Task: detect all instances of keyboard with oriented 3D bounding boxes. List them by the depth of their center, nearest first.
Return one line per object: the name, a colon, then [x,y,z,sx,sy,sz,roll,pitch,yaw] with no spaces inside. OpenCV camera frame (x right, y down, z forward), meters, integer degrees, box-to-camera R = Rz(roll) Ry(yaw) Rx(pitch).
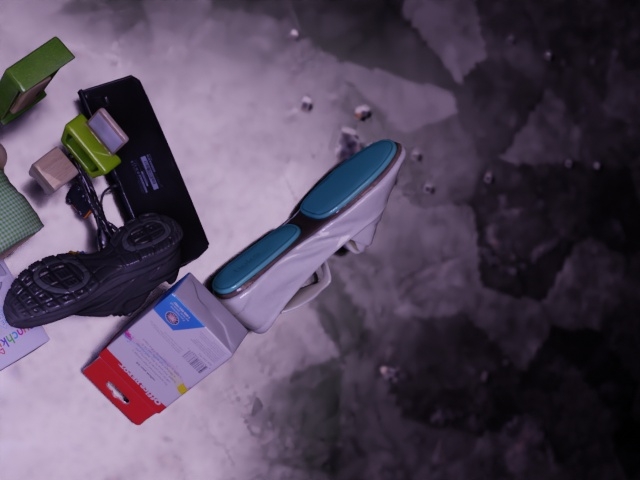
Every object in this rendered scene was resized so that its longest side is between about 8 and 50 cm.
keyboard: [-0.305,-0.092,1.921,0.201,0.033,0.317,-25,93,-43]

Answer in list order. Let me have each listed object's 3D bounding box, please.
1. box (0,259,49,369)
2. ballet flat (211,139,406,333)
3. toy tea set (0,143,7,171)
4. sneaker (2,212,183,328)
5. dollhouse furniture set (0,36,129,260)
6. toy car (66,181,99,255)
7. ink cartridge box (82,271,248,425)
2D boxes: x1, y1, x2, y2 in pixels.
box: [-0.566,0.118,1.751,0.262,0.127,0.231,-33,96,-47]
ballet flat: [0.000,0.000,1.996,0.400,0.139,0.139,-41,98,-11]
toy tea set: [-0.625,-0.120,1.766,0.336,0.124,0.200,-16,70,-30]
sneaker: [-0.325,0.072,1.811,0.286,0.130,0.109,-23,49,-19]
dollhouse furniture set: [-0.438,-0.109,1.724,0.301,0.151,0.197,-43,98,-30]
toy car: [-0.381,-0.027,1.926,0.040,0.060,0.122,10,103,-59]
ink cartridge box: [-0.242,0.171,1.886,0.231,0.078,0.134,-38,100,28]
